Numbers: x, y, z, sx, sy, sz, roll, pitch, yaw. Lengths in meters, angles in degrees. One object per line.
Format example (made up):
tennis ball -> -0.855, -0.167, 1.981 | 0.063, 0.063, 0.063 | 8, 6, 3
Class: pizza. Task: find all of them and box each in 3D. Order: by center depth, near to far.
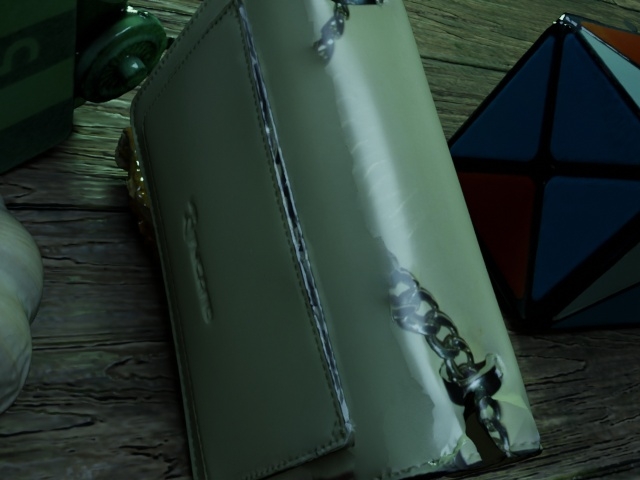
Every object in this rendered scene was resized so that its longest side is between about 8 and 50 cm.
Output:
pizza -> -0.101, -0.013, 0.705 | 0.182, 0.062, 0.161 | 23, 36, -22

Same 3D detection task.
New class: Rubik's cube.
Rubik's cube -> 0.318, -0.065, 0.888 | 0.250, 0.248, 0.246 | 1, 52, -35

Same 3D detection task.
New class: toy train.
toy train -> -0.233, -0.197, 0.616 | 0.167, 0.299, 0.238 | 45, 55, 13

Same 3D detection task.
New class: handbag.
handbag -> 0.000, 0.000, 0.564 | 0.160, 0.237, 0.358 | -1, 67, -32

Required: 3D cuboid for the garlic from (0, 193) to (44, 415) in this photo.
garlic -> -0.271, 0.046, 0.457 | 0.228, 0.152, 0.227 | 13, 51, -16
